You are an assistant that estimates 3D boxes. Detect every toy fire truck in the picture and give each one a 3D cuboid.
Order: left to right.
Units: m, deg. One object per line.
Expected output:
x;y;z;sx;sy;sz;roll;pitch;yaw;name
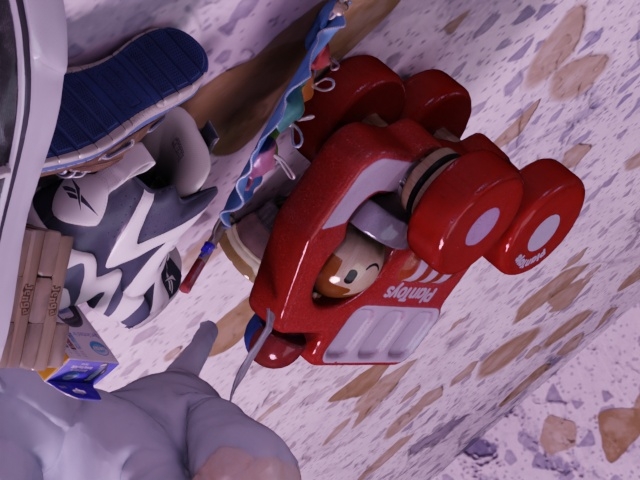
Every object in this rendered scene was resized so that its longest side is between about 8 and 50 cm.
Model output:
0.054;0.003;1.586;0.254;0.169;0.302;-57;154;16;toy fire truck

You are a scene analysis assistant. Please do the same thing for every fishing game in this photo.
-0.019;-0.086;1.383;0.264;0.041;0.189;-60;-177;26;fishing game

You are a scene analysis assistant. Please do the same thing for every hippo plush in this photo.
-0.164;0.153;1.398;0.234;0.236;0.294;-13;-121;60;hippo plush

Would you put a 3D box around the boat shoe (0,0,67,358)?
-0.207;-0.041;0.956;0.105;0.113;0.306;-30;144;-53;boat shoe

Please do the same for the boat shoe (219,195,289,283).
-0.001;-0.001;1.699;0.073;0.080;0.223;-42;160;23;boat shoe

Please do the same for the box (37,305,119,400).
-0.188;0.049;1.312;0.028;0.136;0.081;-43;164;10;box

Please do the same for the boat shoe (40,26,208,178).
-0.146;-0.070;1.219;0.183;0.066;0.066;-27;160;-39;boat shoe

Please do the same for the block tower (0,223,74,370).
-0.261;0.025;1.113;0.335;0.091;0.097;8;94;-67;block tower

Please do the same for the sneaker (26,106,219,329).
-0.116;-0.023;1.360;0.153;0.094;0.235;-39;159;12;sneaker
